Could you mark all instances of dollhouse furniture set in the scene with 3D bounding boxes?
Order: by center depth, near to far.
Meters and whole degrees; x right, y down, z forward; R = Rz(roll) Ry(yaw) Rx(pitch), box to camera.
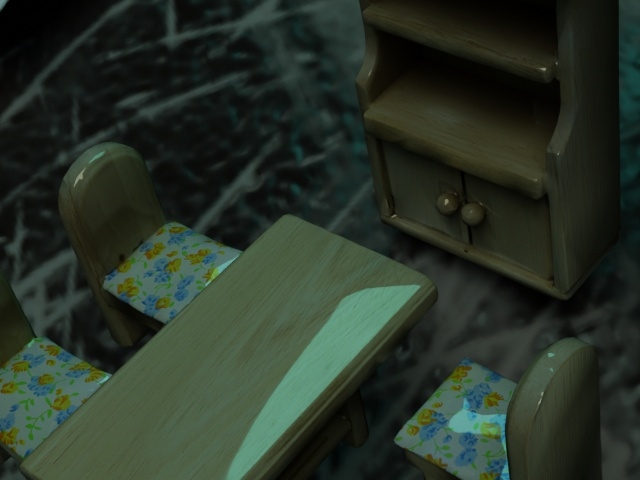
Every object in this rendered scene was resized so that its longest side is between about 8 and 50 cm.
[{"bbox_3d":[0.000,0.000,0.442,0.212,0.161,0.242,24,55,33],"label":"dollhouse furniture set"}]

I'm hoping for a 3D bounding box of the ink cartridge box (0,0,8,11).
[{"bbox_3d":[-0.191,-0.277,0.714,0.304,0.072,0.307,30,77,22],"label":"ink cartridge box"}]
